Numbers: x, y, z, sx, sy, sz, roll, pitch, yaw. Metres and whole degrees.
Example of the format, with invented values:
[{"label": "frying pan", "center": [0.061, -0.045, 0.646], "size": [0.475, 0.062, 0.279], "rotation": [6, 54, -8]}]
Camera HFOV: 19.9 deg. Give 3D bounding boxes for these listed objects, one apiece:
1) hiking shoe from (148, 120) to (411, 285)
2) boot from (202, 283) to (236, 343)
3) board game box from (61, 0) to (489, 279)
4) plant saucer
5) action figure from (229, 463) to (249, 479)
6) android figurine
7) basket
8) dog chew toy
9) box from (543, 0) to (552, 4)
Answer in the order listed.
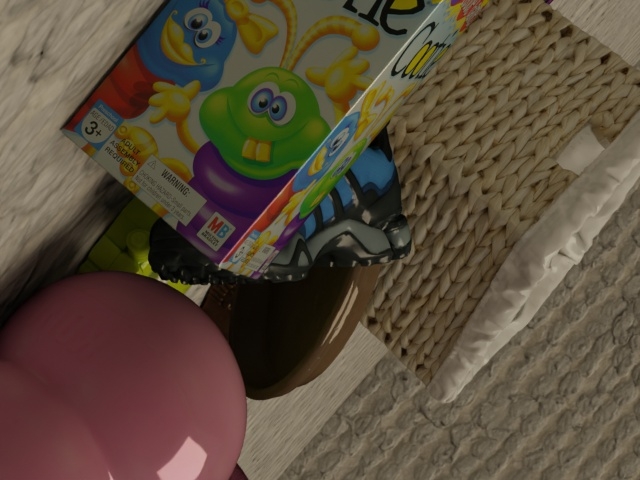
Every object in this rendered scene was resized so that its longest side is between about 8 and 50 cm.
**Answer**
[{"label": "hiking shoe", "center": [-0.038, -0.036, 1.433], "size": [0.304, 0.113, 0.132], "rotation": [-11, 97, -59]}, {"label": "boot", "center": [-0.085, 0.061, 1.937], "size": [0.158, 0.059, 0.084], "rotation": [-47, 178, 38]}, {"label": "board game box", "center": [-0.018, -0.125, 1.226], "size": [0.275, 0.142, 0.144], "rotation": [-50, 171, 2]}, {"label": "plant saucer", "center": [-0.008, 0.020, 1.696], "size": [0.278, 0.041, 0.278], "rotation": [-51, -152, 40]}, {"label": "action figure", "center": [-0.087, 0.317, 1.833], "size": [0.248, 0.370, 0.276], "rotation": [-48, -174, 7]}, {"label": "android figurine", "center": [-0.127, 0.009, 1.526], "size": [0.248, 0.056, 0.273], "rotation": [-48, 172, -15]}, {"label": "basket", "center": [0.185, -0.060, 2.066], "size": [0.328, 0.266, 0.331], "rotation": [-43, 169, -37]}, {"label": "dog chew toy", "center": [-0.212, 0.160, 1.309], "size": [0.332, 0.206, 0.206], "rotation": [-32, 162, -35]}, {"label": "box", "center": [0.270, -0.316, 2.195], "size": [0.116, 0.029, 0.162], "rotation": [-45, 171, -33]}]
